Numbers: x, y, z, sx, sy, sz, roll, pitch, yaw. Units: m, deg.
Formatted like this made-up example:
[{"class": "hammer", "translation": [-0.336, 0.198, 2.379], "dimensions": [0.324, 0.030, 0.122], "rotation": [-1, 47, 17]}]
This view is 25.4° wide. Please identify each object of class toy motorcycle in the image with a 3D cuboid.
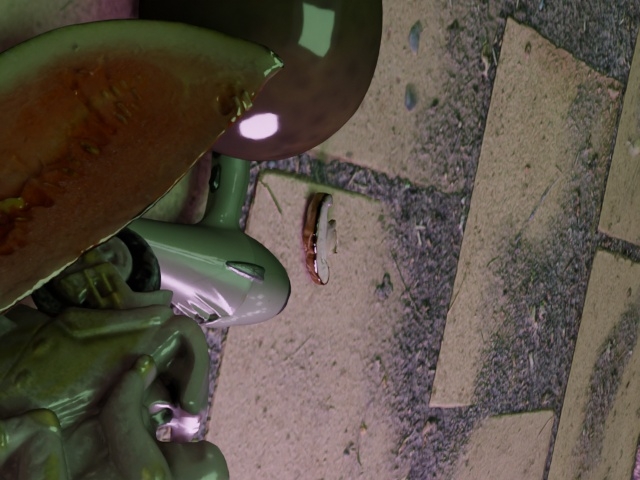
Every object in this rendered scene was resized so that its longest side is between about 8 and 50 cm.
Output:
[{"class": "toy motorcycle", "translation": [-0.176, 0.134, 0.935], "dimensions": [0.341, 0.223, 0.108], "rotation": [-49, 166, -36]}]

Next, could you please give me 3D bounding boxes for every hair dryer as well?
[{"class": "hair dryer", "translation": [-0.110, -0.032, 1.158], "dimensions": [0.219, 0.088, 0.225], "rotation": [-11, 97, -55]}]

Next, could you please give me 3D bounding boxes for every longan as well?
[{"class": "longan", "translation": [-0.046, -0.167, 1.085], "dimensions": [0.196, 0.196, 0.220], "rotation": [-27, 131, -55]}]

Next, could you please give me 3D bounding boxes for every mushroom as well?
[{"class": "mushroom", "translation": [0.000, 0.000, 1.404], "dimensions": [0.049, 0.019, 0.101], "rotation": [-34, 131, -51]}]

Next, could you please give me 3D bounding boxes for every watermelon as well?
[{"class": "watermelon", "translation": [-0.186, -0.063, 0.940], "dimensions": [0.303, 0.159, 0.128], "rotation": [-43, 110, -28]}]
